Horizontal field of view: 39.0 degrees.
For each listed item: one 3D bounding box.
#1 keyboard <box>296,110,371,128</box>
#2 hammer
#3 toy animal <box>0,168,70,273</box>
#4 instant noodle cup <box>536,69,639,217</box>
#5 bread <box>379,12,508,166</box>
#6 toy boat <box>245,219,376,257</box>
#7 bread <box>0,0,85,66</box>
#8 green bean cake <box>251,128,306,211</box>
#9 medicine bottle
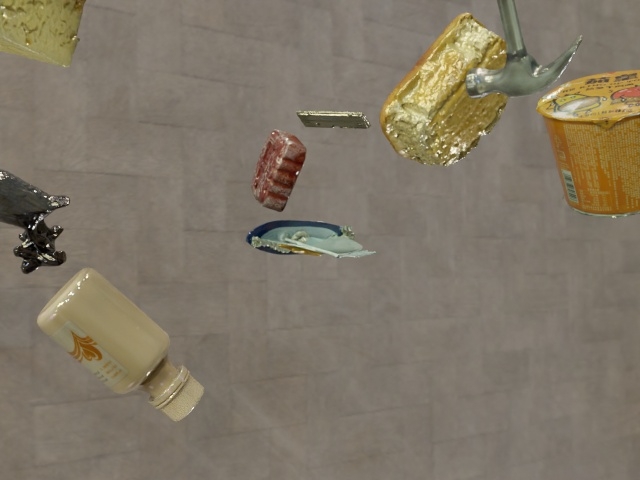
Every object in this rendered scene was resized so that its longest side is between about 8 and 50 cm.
[{"bbox_3d":[0.023,-0.217,1.611,0.049,0.129,0.015,50,49,-58],"label":"keyboard"},{"bbox_3d":[0.147,-0.232,0.733,0.029,0.103,0.246,-53,133,-46],"label":"hammer"},{"bbox_3d":[-0.443,-0.061,1.302,0.117,0.121,0.210,-29,124,7],"label":"toy animal"},{"bbox_3d":[0.444,-0.145,1.360,0.216,0.216,0.172,-34,120,-38],"label":"instant noodle cup"},{"bbox_3d":[0.208,-0.232,1.446,0.245,0.121,0.174,-50,136,1],"label":"bread"},{"bbox_3d":[0.000,0.000,1.606,0.221,0.291,0.066,0,93,-27],"label":"toy boat"},{"bbox_3d":[-0.486,-0.426,1.369,0.236,0.199,0.263,4,97,-82],"label":"bread"},{"bbox_3d":[-0.082,-0.133,1.686,0.056,0.135,0.135,15,105,-20],"label":"green bean cake"},{"bbox_3d":[-0.279,0.158,1.302,0.252,0.114,0.114,44,59,-14],"label":"medicine bottle"}]
